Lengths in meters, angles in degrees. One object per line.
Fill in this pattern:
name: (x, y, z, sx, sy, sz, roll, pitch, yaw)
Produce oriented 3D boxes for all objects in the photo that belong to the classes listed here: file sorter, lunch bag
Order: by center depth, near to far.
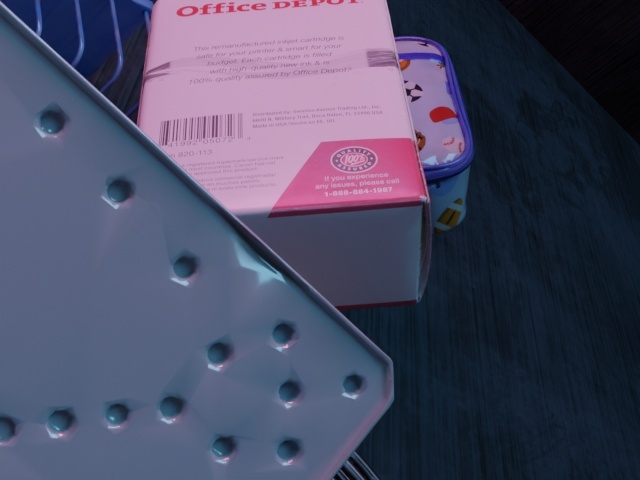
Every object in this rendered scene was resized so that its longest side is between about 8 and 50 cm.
file sorter: (-0.244, -0.170, 0.784, 0.170, 0.118, 0.104, 16, 50, -45)
lunch bag: (-0.007, -0.104, 0.893, 0.115, 0.304, 0.243, 84, 1, -49)

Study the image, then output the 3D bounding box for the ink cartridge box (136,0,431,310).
ink cartridge box: (-0.033, -0.083, 0.719, 0.117, 0.207, 0.283, 85, 0, -46)

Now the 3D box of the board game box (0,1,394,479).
board game box: (-0.225, 0.081, 0.347, 0.390, 0.390, 0.050, 43, -9, -17)

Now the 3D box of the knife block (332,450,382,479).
knife block: (-0.075, 0.182, 0.697, 0.276, 0.242, 0.088, 12, 21, 20)
